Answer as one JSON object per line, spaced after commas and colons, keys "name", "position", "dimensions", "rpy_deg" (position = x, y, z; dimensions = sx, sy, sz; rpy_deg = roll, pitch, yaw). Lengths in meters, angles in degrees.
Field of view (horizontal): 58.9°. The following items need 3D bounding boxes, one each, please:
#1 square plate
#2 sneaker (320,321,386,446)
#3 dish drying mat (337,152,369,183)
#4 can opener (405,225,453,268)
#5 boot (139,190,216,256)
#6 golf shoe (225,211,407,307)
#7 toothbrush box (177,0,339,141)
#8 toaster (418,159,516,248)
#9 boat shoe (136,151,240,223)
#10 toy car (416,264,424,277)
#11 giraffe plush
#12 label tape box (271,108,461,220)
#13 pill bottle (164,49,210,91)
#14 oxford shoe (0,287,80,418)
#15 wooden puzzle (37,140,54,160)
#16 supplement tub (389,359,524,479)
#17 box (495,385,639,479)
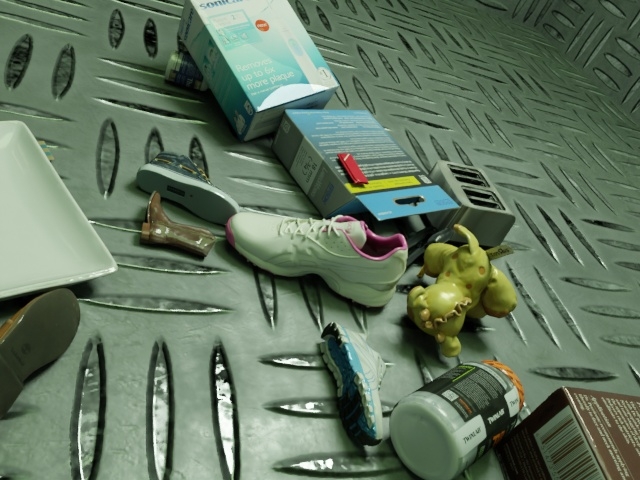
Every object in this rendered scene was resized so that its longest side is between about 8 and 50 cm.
{"name": "square plate", "position": [-0.501, -0.029, 0.732], "dimensions": [0.344, 0.049, 0.347], "rpy_deg": [-17, 55, -42]}
{"name": "sneaker", "position": [0.065, 0.196, 0.798], "dimensions": [0.083, 0.071, 0.190], "rpy_deg": [13, 39, -28]}
{"name": "dish drying mat", "position": [0.061, -0.135, 1.059], "dimensions": [0.032, 0.008, 0.083], "rpy_deg": [-1, 46, -32]}
{"name": "can opener", "position": [0.178, 0.015, 1.090], "dimensions": [0.186, 0.073, 0.059], "rpy_deg": [-25, 68, -36]}
{"name": "boot", "position": [-0.223, -0.026, 0.907], "dimensions": [0.114, 0.037, 0.106], "rpy_deg": [11, 53, -15]}
{"name": "golf shoe", "position": [0.000, 0.000, 0.931], "dimensions": [0.306, 0.140, 0.115], "rpy_deg": [19, 39, -9]}
{"name": "toothbrush box", "position": [-0.134, -0.389, 1.207], "dimensions": [0.216, 0.126, 0.295], "rpy_deg": [-25, 79, -29]}
{"name": "toaster", "position": [0.307, -0.078, 1.234], "dimensions": [0.186, 0.110, 0.168], "rpy_deg": [8, 40, -24]}
{"name": "boat shoe", "position": [-0.214, -0.098, 0.973], "dimensions": [0.183, 0.065, 0.083], "rpy_deg": [25, 38, -2]}
{"name": "toy car", "position": [0.248, 0.058, 1.094], "dimensions": [0.122, 0.040, 0.060], "rpy_deg": [-13, 52, -41]}
{"name": "giraffe plush", "position": [0.219, 0.098, 0.948], "dimensions": [0.181, 0.210, 0.170], "rpy_deg": [41, 68, 12]}
{"name": "label tape box", "position": [0.085, -0.131, 1.163], "dimensions": [0.241, 0.106, 0.333], "rpy_deg": [-10, 52, -38]}
{"name": "pill bottle", "position": [-0.278, -0.371, 1.255], "dimensions": [0.120, 0.067, 0.067], "rpy_deg": [15, 39, -16]}
{"name": "oxford shoe", "position": [-0.349, 0.120, 0.638], "dimensions": [0.076, 0.076, 0.212], "rpy_deg": [-10, 22, 16]}
{"name": "wooden puzzle", "position": [-0.468, -0.144, 0.922], "dimensions": [0.049, 0.006, 0.083], "rpy_deg": [-13, 52, -41]}
{"name": "supplement tub", "position": [0.195, 0.240, 0.784], "dimensions": [0.190, 0.117, 0.117], "rpy_deg": [-15, 54, -41]}
{"name": "box", "position": [0.386, 0.320, 0.764], "dimensions": [0.203, 0.167, 0.168], "rpy_deg": [13, 39, -19]}
